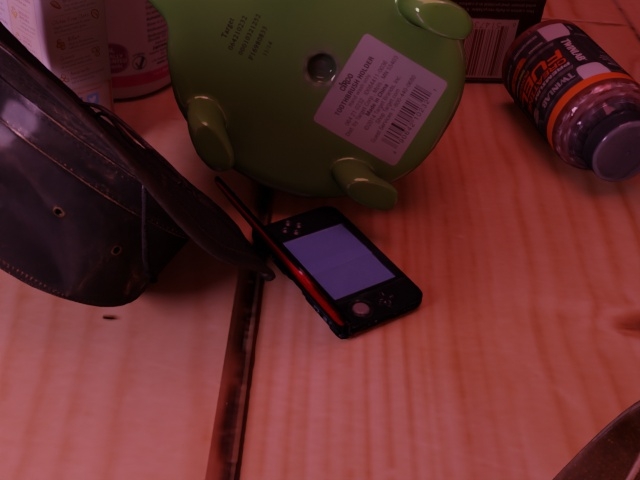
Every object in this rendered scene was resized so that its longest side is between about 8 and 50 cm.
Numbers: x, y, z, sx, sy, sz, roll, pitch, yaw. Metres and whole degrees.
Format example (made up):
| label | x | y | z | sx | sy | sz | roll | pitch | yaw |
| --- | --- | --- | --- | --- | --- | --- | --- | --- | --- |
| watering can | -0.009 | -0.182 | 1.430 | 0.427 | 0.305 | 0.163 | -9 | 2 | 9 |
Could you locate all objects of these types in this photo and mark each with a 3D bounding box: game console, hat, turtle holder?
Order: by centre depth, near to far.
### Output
| label | x | y | z | sx | sy | sz | roll | pitch | yaw |
| --- | --- | --- | --- | --- | --- | --- | --- | --- | --- |
| hat | -0.192 | -0.041 | 0.589 | 0.134 | 0.331 | 0.331 | -48 | 53 | 0 |
| game console | 0.000 | 0.000 | 0.644 | 0.124 | 0.085 | 0.144 | -19 | 45 | -27 |
| turtle holder | -0.038 | -0.174 | 0.737 | 0.320 | 0.243 | 0.227 | -1 | 24 | -5 |

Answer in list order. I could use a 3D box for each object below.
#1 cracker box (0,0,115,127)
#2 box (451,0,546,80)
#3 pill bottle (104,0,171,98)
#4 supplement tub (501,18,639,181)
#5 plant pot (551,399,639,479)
| label | x | y | z | sx | sy | sz | roll | pitch | yaw |
| --- | --- | --- | --- | --- | --- | --- | --- | --- | --- |
| cracker box | -0.267 | -0.207 | 0.752 | 0.067 | 0.232 | 0.156 | -29 | 51 | -35 |
| box | 0.163 | -0.315 | 0.988 | 0.169 | 0.167 | 0.203 | -1 | 39 | -8 |
| pill bottle | -0.227 | -0.307 | 0.840 | 0.160 | 0.283 | 0.160 | 3 | 39 | -2 |
| supplement tub | 0.272 | -0.145 | 0.840 | 0.106 | 0.106 | 0.198 | -5 | 39 | -12 |
| plant pot | 0.162 | 0.219 | 0.320 | 0.230 | 0.215 | 0.215 | 39 | 48 | 17 |
